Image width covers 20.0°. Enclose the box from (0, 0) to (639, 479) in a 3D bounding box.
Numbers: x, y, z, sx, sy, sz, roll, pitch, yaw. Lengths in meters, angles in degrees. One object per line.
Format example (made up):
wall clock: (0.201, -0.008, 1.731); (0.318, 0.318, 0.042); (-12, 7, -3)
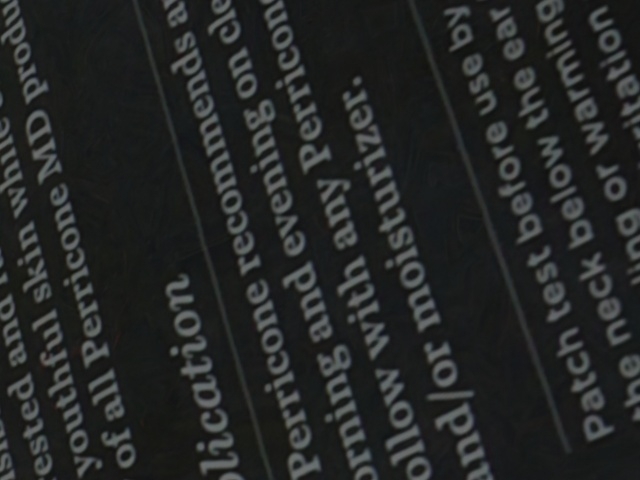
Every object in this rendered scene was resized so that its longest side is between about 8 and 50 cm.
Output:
box: (0.036, 0.030, 0.672); (0.472, 0.297, 0.480); (-28, 157, 32)
